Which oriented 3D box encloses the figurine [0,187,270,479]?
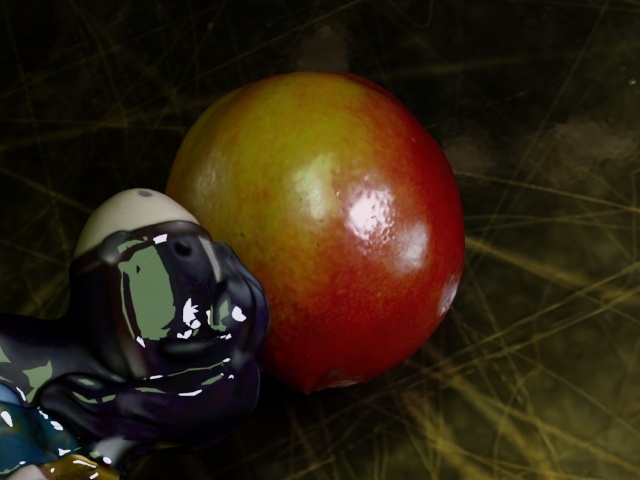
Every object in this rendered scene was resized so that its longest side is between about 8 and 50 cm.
[{"bbox_3d":[-0.105,0.160,0.987,0.306,0.241,0.411,-24,64,-11],"label":"figurine"}]

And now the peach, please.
[{"bbox_3d":[0.000,0.000,1.120,0.197,0.197,0.197,-3,58,4],"label":"peach"}]
